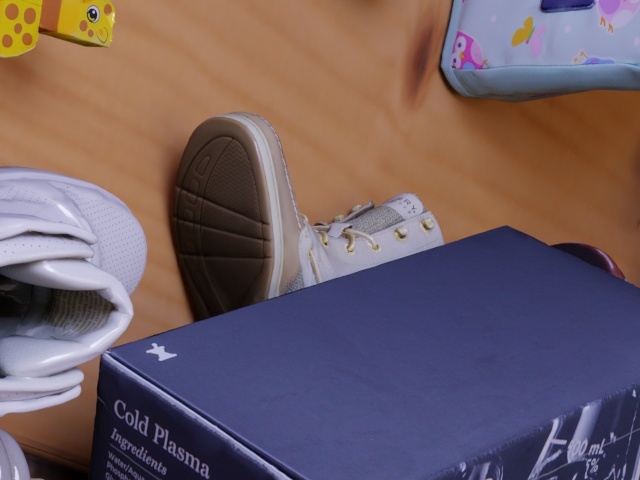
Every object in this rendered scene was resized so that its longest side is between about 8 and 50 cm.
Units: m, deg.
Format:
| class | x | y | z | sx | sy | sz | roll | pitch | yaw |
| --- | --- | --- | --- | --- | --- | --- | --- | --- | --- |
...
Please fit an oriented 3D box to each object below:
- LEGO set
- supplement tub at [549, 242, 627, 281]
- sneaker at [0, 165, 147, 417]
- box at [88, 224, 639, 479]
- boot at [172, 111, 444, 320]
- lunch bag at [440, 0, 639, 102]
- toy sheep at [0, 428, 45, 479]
| class | x | y | z | sx | sy | sz | roll | pitch | yaw |
| --- | --- | --- | --- | --- | --- | --- | --- | --- | --- |
| LEGO set | -0.150 | -0.137 | 0.855 | 0.093 | 0.087 | 0.227 | 12 | 88 | -48 |
| supplement tub | 0.201 | 0.098 | 1.262 | 0.106 | 0.106 | 0.198 | -58 | 132 | -24 |
| sneaker | -0.138 | 0.029 | 0.814 | 0.292 | 0.169 | 0.108 | -8 | 106 | -57 |
| box | 0.041 | 0.193 | 0.992 | 0.343 | 0.179 | 0.312 | -17 | 124 | -45 |
| boot | 0.000 | 0.000 | 1.047 | 0.165 | 0.077 | 0.213 | -32 | 126 | -39 |
| lunch bag | 0.222 | -0.186 | 1.154 | 0.262 | 0.223 | 0.160 | -46 | 121 | -31 |
| toy sheep | -0.185 | 0.118 | 0.850 | 0.132 | 0.091 | 0.091 | 1 | 95 | -47 |
